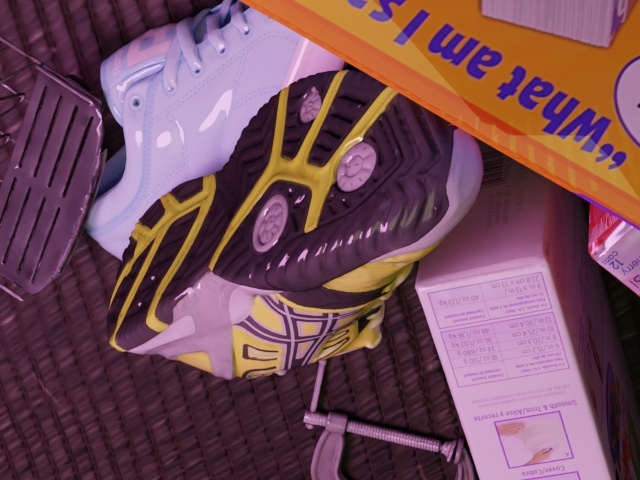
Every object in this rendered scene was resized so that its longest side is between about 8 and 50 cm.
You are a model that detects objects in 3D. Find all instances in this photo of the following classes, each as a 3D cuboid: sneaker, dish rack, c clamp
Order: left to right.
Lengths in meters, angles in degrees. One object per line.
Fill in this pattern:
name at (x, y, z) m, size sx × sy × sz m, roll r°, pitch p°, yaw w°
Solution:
dish rack at (-0.292, -0.080, 1.383) m, size 0.271 × 0.074 × 0.208 m, roll 32°, pitch 123°, yaw 13°
sneaker at (-0.078, -0.115, 1.330) m, size 0.150 × 0.135 × 0.366 m, roll 24°, pitch 120°, yaw -11°
sneaker at (0.000, 0.000, 1.225) m, size 0.147 × 0.145 × 0.385 m, roll 22°, pitch 157°, yaw -25°
c clamp at (0.057, 0.178, 1.544) m, size 0.161 × 0.022 × 0.137 m, roll 17°, pitch 121°, yaw -1°

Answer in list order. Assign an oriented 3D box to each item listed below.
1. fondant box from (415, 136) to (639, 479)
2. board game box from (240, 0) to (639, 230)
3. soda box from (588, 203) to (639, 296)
fondant box at (0.166, 0.101, 1.356) m, size 0.096 × 0.238 × 0.330 m, roll -13°, pitch 117°, yaw 15°
board game box at (0.110, -0.258, 1.031) m, size 0.357 × 0.356 × 0.356 m, roll 29°, pitch 99°, yaw -9°
soda box at (0.239, -0.055, 1.239) m, size 0.092 × 0.263 × 0.083 m, roll 37°, pitch 120°, yaw -12°
